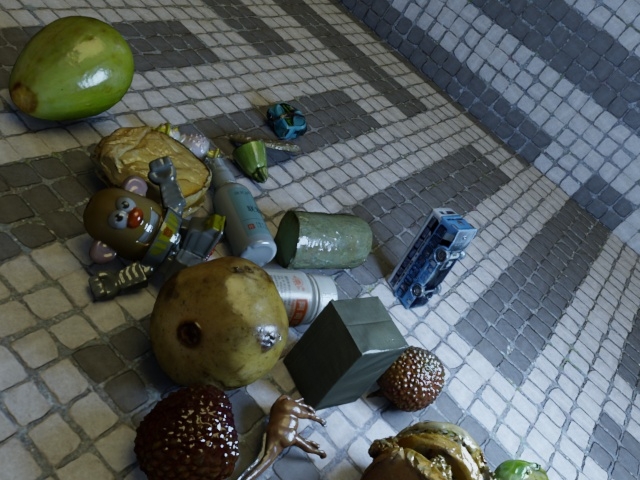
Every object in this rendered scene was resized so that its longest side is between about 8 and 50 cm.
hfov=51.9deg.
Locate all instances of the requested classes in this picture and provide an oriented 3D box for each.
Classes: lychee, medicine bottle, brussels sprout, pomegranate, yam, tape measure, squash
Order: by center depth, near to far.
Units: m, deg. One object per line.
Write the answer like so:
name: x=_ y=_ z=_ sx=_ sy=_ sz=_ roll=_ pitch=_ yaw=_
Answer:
lychee: x=-0.237 y=0.354 z=1.168 sx=0.188 sy=0.188 sz=0.188 roll=23 pitch=36 yaw=-18
pomegranate: x=-0.203 y=0.169 z=1.320 sx=0.281 sy=0.281 sz=0.281 roll=23 pitch=36 yaw=-18
brussels sprout: x=0.453 y=0.583 z=1.520 sx=0.149 sy=0.122 sz=0.151 roll=3 pitch=81 yaw=-29
medicine bottle: x=-0.093 y=0.136 z=1.568 sx=0.252 sy=0.144 sz=0.144 roll=3 pitch=46 yaw=-37
lychee: x=0.203 y=0.337 z=1.581 sx=0.165 sy=0.197 sz=0.165 roll=54 pitch=4 yaw=-6
medicine bottle: x=-0.226 y=-0.087 z=1.748 sx=0.110 sy=0.110 sz=0.351 roll=3 pitch=45 yaw=-38
yam: x=0.000 y=0.000 z=1.797 sx=0.268 sy=0.161 sz=0.161 roll=2 pitch=47 yaw=-38
squash: x=-0.194 y=-0.219 z=1.969 sx=0.105 sy=0.105 sz=0.132 roll=-8 pitch=70 yaw=-45
tape measure: x=-0.115 y=-0.413 z=2.257 sx=0.146 sy=0.081 sz=0.125 roll=-11 pitch=58 yaw=-47

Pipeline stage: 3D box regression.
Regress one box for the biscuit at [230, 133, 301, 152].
biscuit: x=-0.150 y=-0.304 z=2.091 sx=0.250 sy=0.032 sz=0.133 roll=3 pitch=12 yaw=-39

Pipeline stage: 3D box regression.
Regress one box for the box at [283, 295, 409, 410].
box: x=0.051 y=0.251 z=1.472 sx=0.149 sy=0.231 sz=0.155 roll=-1 pitch=48 yaw=-41

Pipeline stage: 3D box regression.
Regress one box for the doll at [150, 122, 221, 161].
doll: x=-0.385 y=-0.276 z=1.867 sx=0.207 sy=0.081 sz=0.129 roll=22 pitch=18 yaw=-15

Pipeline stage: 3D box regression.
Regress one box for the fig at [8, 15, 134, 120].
fig: x=-0.648 y=-0.432 z=1.686 sx=0.258 sy=0.258 sz=0.326 roll=40 pitch=50 yaw=7

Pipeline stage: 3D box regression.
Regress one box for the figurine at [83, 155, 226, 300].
figurine: x=-0.379 y=-0.015 z=1.450 sx=0.285 sy=0.167 sz=0.342 roll=29 pitch=46 yaw=-16

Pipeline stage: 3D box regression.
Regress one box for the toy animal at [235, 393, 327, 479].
toy animal: x=-0.086 y=0.416 z=1.315 sx=0.230 sy=0.066 sz=0.224 roll=20 pitch=55 yaw=-37

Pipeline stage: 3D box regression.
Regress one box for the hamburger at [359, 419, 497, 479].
hamburger: x=0.217 y=0.497 z=1.312 sx=0.211 sy=0.261 sz=0.244 roll=-18 pitch=92 yaw=-67

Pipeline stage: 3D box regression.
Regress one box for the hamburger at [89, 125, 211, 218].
hamburger: x=-0.423 y=-0.166 z=1.652 sx=0.283 sy=0.144 sz=0.259 roll=45 pitch=40 yaw=7

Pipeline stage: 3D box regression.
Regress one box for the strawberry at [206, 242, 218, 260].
strawberry: x=-0.307 y=0.016 z=1.615 sx=0.104 sy=0.048 sz=0.152 roll=41 pitch=31 yaw=17

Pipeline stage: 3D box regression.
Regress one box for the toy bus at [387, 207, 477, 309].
toy bus: x=0.315 y=0.054 z=1.879 sx=0.106 sy=0.297 sz=0.131 roll=-4 pitch=44 yaw=-44
